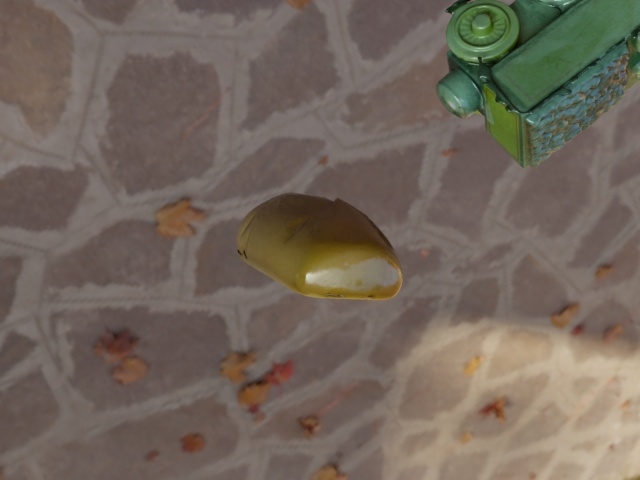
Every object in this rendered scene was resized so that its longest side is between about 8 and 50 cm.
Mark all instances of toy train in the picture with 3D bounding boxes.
[{"bbox_3d":[0.268,-0.221,1.316,0.272,0.188,0.159,-38,153,-8],"label":"toy train"}]

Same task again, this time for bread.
[{"bbox_3d":[0.000,0.000,0.683,0.082,0.115,0.056,7,98,-24],"label":"bread"}]
